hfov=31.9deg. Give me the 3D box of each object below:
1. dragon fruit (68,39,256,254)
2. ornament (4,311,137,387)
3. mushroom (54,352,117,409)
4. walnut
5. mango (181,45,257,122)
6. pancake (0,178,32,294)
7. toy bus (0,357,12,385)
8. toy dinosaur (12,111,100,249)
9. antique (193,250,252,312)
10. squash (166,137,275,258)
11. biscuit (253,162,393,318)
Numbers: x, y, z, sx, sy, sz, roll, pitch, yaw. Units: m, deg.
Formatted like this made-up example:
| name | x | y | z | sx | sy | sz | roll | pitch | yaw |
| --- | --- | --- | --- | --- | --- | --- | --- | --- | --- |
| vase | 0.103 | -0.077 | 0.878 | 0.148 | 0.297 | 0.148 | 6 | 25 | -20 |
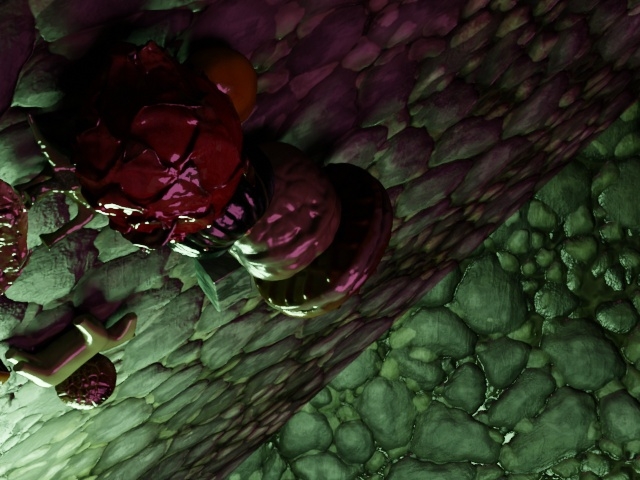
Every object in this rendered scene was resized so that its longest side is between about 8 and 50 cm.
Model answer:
| name | x | y | z | sx | sy | sz | roll | pitch | yaw |
| --- | --- | --- | --- | --- | --- | --- | --- | --- | --- |
| dragon fruit | -0.223 | -0.133 | 1.540 | 0.244 | 0.244 | 0.298 | -27 | 125 | -27 |
| ornament | -0.465 | 0.200 | 2.171 | 0.230 | 0.061 | 0.245 | -38 | 160 | -5 |
| mushroom | -0.478 | 0.284 | 2.281 | 0.126 | 0.109 | 0.085 | -51 | 158 | -10 |
| walnut | -0.081 | -0.057 | 2.014 | 0.248 | 0.248 | 0.248 | -33 | 160 | -14 |
| mango | -0.154 | -0.223 | 1.721 | 0.136 | 0.099 | 0.227 | -45 | 169 | 1 |
| pancake | -0.577 | 0.031 | 1.552 | 0.382 | 0.071 | 0.382 | -29 | 151 | -18 |
| toy bus | -0.600 | 0.212 | 1.868 | 0.098 | 0.114 | 0.201 | -36 | 170 | -3 |
| toy dinosaur | -0.313 | -0.118 | 1.695 | 0.301 | 0.087 | 0.447 | -32 | 164 | -20 |
| antique | -0.200 | 0.069 | 2.301 | 0.088 | 0.086 | 0.183 | -31 | 160 | -15 |
| squash | -0.176 | -0.072 | 1.808 | 0.218 | 0.218 | 0.172 | -43 | 119 | 14 |
| biscuit | 0.000 | 0.000 | 2.174 | 0.332 | 0.332 | 0.103 | -43 | 128 | 13 |
